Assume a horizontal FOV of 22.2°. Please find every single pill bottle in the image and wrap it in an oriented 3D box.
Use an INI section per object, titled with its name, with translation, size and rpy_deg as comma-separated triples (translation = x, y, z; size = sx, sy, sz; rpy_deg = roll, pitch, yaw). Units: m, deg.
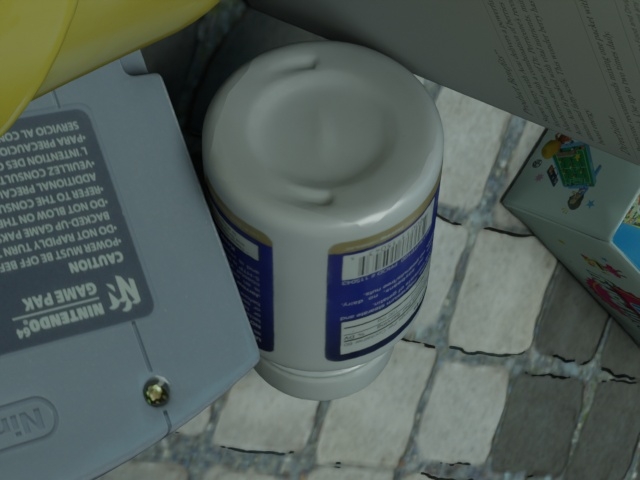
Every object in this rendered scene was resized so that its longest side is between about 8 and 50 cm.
[pill bottle]
translation = 0.000, 0.000, 0.811
size = 0.112, 0.112, 0.187
rpy_deg = -40, 156, -24

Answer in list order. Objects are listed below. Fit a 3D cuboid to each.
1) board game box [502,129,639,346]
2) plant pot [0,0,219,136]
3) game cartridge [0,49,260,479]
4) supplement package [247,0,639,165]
[board game box]
translation = 0.278, -0.084, 1.079
size = 0.224, 0.097, 0.303
rpy_deg = 40, 79, -44
[plant pot]
translation = -0.146, -0.143, 0.575
size = 0.239, 0.254, 0.254
rpy_deg = -20, 120, -54
[game cartridge]
translation = -0.172, 0.024, 0.667
size = 0.297, 0.062, 0.198
rpy_deg = -14, 85, -38
[supplement package]
translation = 0.085, -0.176, 0.709
size = 0.175, 0.293, 0.177
rpy_deg = -52, 143, -14
